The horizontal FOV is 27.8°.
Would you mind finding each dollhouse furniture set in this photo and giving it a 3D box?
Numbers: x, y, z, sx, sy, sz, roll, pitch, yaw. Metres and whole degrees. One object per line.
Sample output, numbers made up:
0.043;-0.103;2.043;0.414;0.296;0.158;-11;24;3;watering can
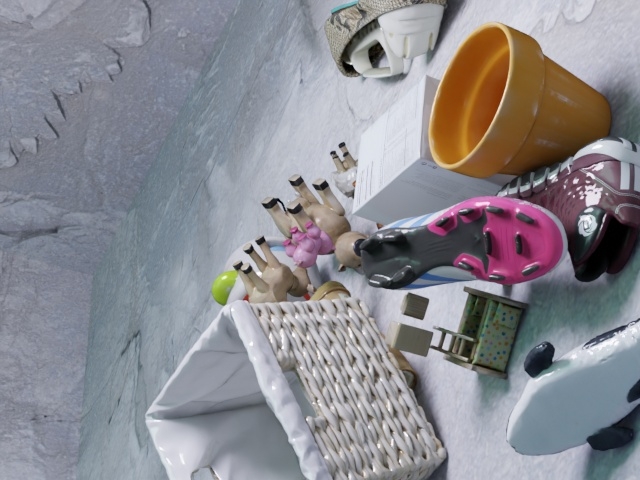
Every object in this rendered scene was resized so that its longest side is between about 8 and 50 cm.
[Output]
0.197;0.082;1.789;0.101;0.161;0.181;15;89;69;dollhouse furniture set

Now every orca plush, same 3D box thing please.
0.327;0.137;1.510;0.287;0.151;0.102;-65;-9;28;orca plush

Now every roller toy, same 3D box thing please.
-0.091;0.096;2.465;0.191;0.209;0.146;-26;35;8;roller toy

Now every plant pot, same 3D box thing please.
0.278;-0.167;1.741;0.205;0.188;0.205;-49;31;45;plant pot

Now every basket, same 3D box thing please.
-0.046;0.300;1.942;0.331;0.266;0.328;-51;55;38;basket

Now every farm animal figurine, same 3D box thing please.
0.000;0.000;2.291;0.330;0.172;0.327;-34;23;-2;farm animal figurine

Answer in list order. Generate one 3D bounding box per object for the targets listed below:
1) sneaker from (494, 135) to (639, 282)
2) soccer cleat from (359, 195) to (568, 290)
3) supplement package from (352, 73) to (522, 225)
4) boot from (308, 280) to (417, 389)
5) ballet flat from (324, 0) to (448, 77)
0.311;-0.011;1.661;0.281;0.106;0.162;-38;43;56;sneaker
0.202;-0.002;1.708;0.331;0.143;0.116;-7;95;44;soccer cleat
0.183;-0.113;1.928;0.203;0.194;0.149;-40;38;54;supplement package
0.025;0.223;2.132;0.236;0.089;0.269;-61;37;20;boot
0.134;-0.399;2.380;0.483;0.164;0.182;157;105;-71;ballet flat
